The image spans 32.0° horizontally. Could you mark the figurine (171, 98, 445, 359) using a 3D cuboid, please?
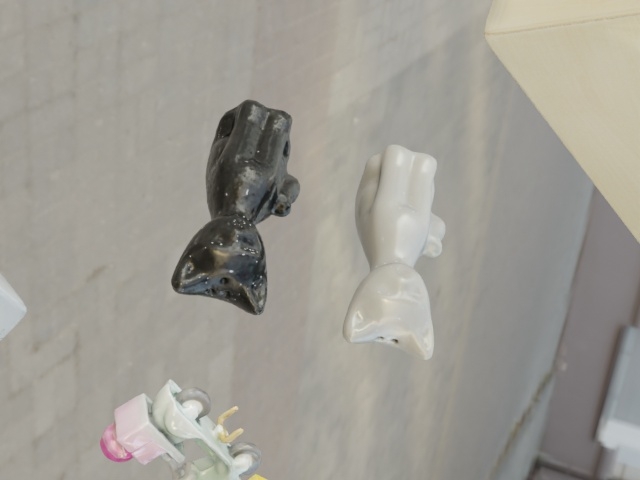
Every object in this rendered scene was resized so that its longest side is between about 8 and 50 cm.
[{"bbox_3d":[0.000,0.000,0.886,0.209,0.215,0.092,-79,-173,-53],"label":"figurine"}]

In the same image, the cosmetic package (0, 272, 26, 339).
[{"bbox_3d":[-0.242,-0.039,0.497,0.085,0.231,0.117,-41,164,-10],"label":"cosmetic package"}]

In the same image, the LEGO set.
[{"bbox_3d":[-0.053,0.195,0.482,0.132,0.107,0.287,45,14,-25],"label":"LEGO set"}]

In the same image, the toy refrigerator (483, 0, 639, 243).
[{"bbox_3d":[0.211,-0.079,0.651,0.269,0.102,0.094,40,61,-41],"label":"toy refrigerator"}]
